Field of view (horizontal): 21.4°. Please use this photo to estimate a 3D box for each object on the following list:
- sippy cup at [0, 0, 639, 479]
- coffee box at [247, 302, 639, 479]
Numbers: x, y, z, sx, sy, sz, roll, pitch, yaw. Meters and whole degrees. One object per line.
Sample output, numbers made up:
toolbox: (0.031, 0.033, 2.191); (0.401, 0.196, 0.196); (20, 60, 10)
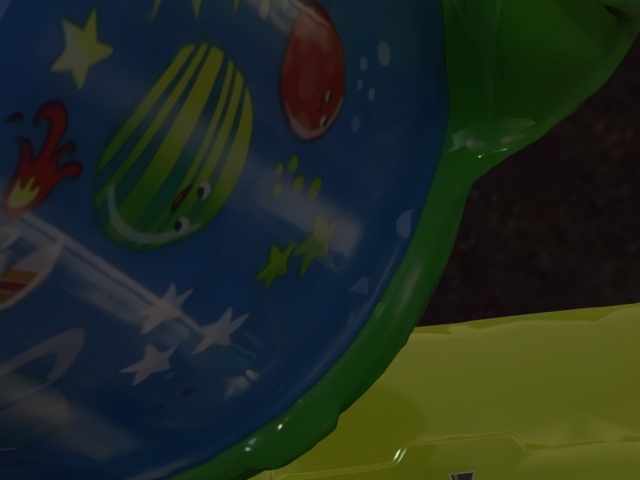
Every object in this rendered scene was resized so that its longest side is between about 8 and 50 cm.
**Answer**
sippy cup: (-0.095, -0.054, 0.420); (0.305, 0.224, 0.240); (-42, 70, 4)
coffee box: (0.127, 0.292, 1.336); (0.338, 0.334, 0.338); (-7, 43, 5)
